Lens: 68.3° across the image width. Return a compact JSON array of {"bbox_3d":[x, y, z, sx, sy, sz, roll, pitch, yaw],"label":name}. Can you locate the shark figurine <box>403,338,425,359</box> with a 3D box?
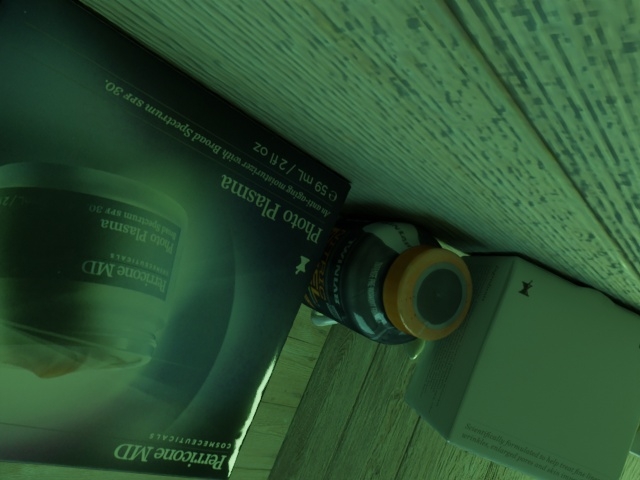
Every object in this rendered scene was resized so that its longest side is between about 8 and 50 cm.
[{"bbox_3d":[0.135,0.083,0.960,0.278,0.166,0.116,40,155,24],"label":"shark figurine"}]

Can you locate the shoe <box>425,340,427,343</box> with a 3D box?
[{"bbox_3d":[0.327,0.283,1.322,0.177,0.064,0.081,15,166,48],"label":"shoe"}]

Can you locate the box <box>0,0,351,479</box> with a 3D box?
[{"bbox_3d":[-0.173,0.015,0.406,0.296,0.294,0.182,27,174,-36],"label":"box"}]

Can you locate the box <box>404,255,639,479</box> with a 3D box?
[{"bbox_3d":[0.213,0.131,0.486,0.180,0.182,0.119,24,175,-8],"label":"box"}]

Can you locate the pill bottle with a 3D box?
[{"bbox_3d":[0.057,0.040,0.541,0.130,0.131,0.245,26,173,-25],"label":"pill bottle"}]

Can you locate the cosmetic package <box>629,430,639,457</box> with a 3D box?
[{"bbox_3d":[0.869,0.455,0.950,0.230,0.162,0.453,28,173,-39],"label":"cosmetic package"}]

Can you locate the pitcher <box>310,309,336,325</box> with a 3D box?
[{"bbox_3d":[0.081,0.092,0.730,0.126,0.177,0.207,58,167,-13],"label":"pitcher"}]

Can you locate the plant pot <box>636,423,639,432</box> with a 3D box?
[{"bbox_3d":[0.539,0.351,0.959,0.215,0.231,0.215,23,174,2],"label":"plant pot"}]
